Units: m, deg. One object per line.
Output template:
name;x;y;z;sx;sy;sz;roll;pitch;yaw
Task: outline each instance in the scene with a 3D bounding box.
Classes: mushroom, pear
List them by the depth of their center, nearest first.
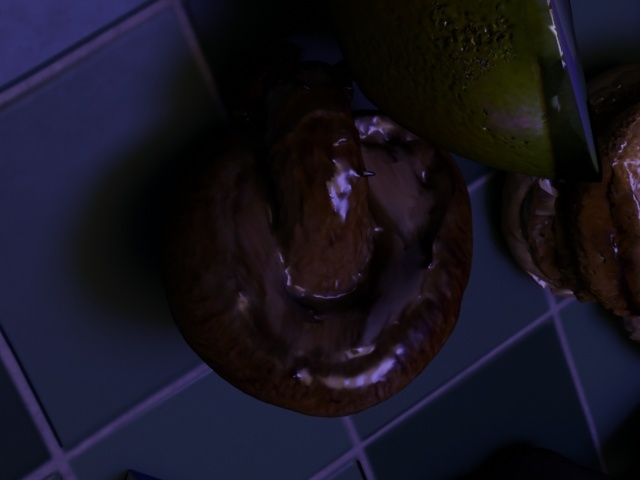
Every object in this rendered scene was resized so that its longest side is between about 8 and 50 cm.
pear;0.093;-0.221;1.433;0.165;0.399;0.398;-13;123;11
mushroom;-0.002;-0.007;1.519;0.263;0.195;0.283;0;96;-12

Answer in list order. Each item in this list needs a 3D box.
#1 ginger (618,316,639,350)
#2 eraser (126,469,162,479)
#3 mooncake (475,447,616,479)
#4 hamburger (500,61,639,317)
ginger;0.396;0.100;1.895;0.263;0.109;0.116;44;57;-39
eraser;-0.127;0.235;1.624;0.085;0.063;0.027;26;93;-39
mooncake;0.208;0.360;1.850;0.306;0.154;0.306;-14;118;-28
hamburger;0.297;-0.049;1.734;0.244;0.163;0.244;-10;108;-34
